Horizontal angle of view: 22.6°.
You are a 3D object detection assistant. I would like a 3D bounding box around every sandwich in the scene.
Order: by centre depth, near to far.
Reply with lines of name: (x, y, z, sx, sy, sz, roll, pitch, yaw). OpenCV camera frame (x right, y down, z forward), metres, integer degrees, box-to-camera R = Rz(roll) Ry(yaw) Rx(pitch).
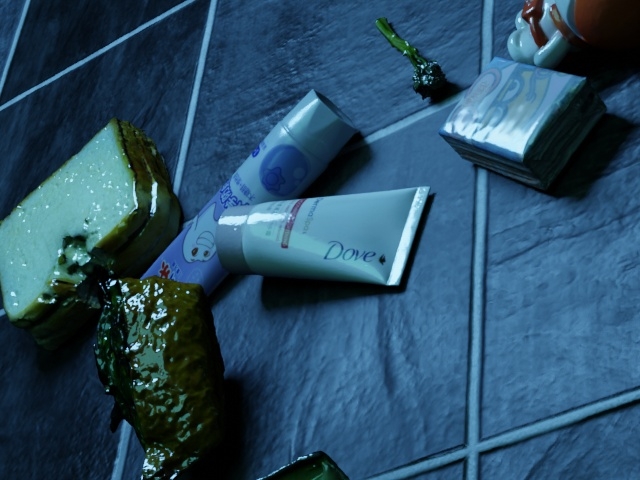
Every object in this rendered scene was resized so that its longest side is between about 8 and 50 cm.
sandwich: (-0.316, -0.009, 2.152, 0.273, 0.095, 0.249, -41, 35, 12)

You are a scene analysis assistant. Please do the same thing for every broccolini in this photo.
broccolini: (0.106, -0.235, 1.962, 0.044, 0.042, 0.218, -40, 33, 10)

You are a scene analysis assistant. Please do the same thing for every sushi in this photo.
sushi: (-0.178, 0.163, 1.797, 0.140, 0.149, 0.287, -11, 65, 1)

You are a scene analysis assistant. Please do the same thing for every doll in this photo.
doll: (0.317, -0.272, 1.687, 0.290, 0.130, 0.161, -32, 25, 47)

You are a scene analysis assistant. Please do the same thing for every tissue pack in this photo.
tissue pack: (0.216, -0.128, 1.716, 0.115, 0.065, 0.155, -52, 33, -8)

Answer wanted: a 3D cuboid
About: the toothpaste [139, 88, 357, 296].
toothpaste: (-0.103, -0.023, 1.968, 0.371, 0.080, 0.125, -48, 41, 12)

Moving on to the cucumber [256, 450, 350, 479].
cucumber: (-0.044, 0.294, 1.573, 0.193, 0.086, 0.115, -40, 79, 9)

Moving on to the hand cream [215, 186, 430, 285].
hand cream: (0.000, 0.000, 1.824, 0.248, 0.083, 0.133, -4, 55, 31)
